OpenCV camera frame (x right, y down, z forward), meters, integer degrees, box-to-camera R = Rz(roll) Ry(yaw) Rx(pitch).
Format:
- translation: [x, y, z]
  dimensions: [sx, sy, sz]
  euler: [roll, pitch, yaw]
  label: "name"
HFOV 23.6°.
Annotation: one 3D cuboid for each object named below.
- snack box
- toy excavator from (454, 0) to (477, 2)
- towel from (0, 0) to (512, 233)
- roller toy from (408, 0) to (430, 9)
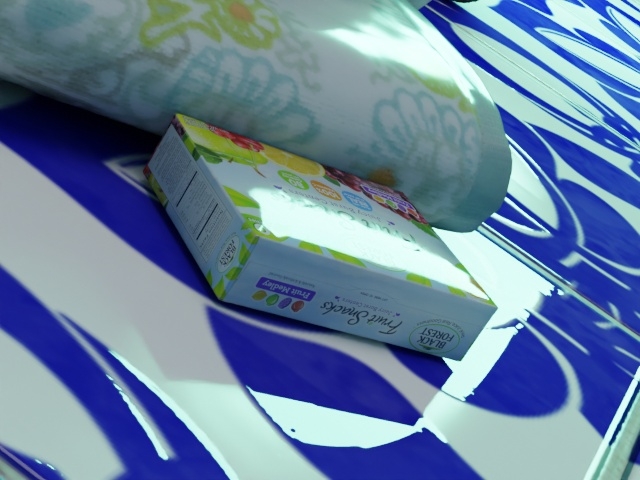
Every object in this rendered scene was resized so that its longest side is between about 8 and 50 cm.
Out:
- translation: [0.000, 0.000, 0.692]
  dimensions: [0.141, 0.037, 0.100]
  euler: [16, 26, -37]
  label: "snack box"
- translation: [0.030, -0.416, 1.400]
  dimensions: [0.222, 0.433, 0.445]
  euler: [51, -1, 41]
  label: "toy excavator"
- translation: [-0.097, -0.153, 0.848]
  dimensions: [0.320, 0.090, 0.374]
  euler: [14, 26, -36]
  label: "towel"
- translation: [0.045, -0.257, 1.121]
  dimensions: [0.146, 0.191, 0.209]
  euler: [37, 1, -25]
  label: "roller toy"
